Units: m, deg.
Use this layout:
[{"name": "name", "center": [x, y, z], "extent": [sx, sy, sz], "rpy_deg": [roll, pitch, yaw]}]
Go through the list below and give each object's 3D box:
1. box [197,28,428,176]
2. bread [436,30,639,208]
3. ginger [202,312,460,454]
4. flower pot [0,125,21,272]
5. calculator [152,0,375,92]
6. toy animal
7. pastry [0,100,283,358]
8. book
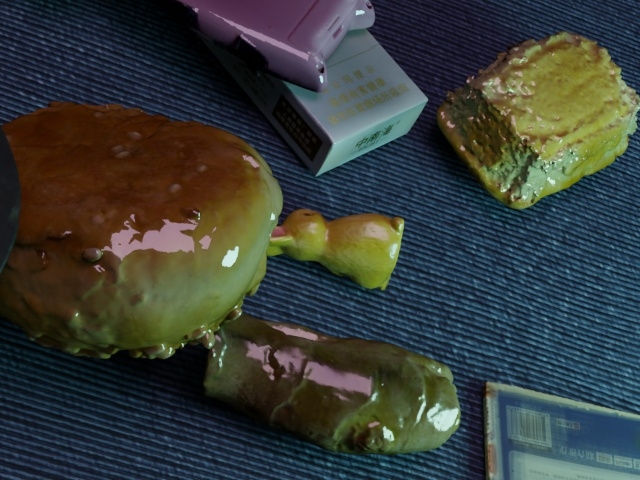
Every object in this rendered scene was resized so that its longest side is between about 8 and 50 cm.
[{"name": "box", "center": [-0.016, -0.201, 1.802], "extent": [0.155, 0.067, 0.243], "rpy_deg": [-28, 70, -39]}, {"name": "bread", "center": [0.256, -0.143, 1.855], "extent": [0.245, 0.121, 0.174], "rpy_deg": [-29, 80, -42]}, {"name": "ginger", "center": [0.012, 0.141, 1.539], "extent": [0.263, 0.109, 0.116], "rpy_deg": [17, 80, -13]}, {"name": "flower pot", "center": [-0.448, 0.004, 1.325], "extent": [0.379, 0.251, 0.379], "rpy_deg": [12, 51, -15]}, {"name": "calculator", "center": [-0.090, -0.284, 1.760], "extent": [0.294, 0.043, 0.194], "rpy_deg": [31, 49, 4]}, {"name": "toy animal", "center": [0.001, -0.003, 1.664], "extent": [0.159, 0.083, 0.070], "rpy_deg": [9, 45, -8]}, {"name": "pastry", "center": [-0.194, 0.001, 1.479], "extent": [0.316, 0.184, 0.284], "rpy_deg": [10, 33, 17]}, {"name": "book", "center": [0.268, 0.300, 1.602], "extent": [0.228, 0.018, 0.322], "rpy_deg": [14, 51, -14]}]
